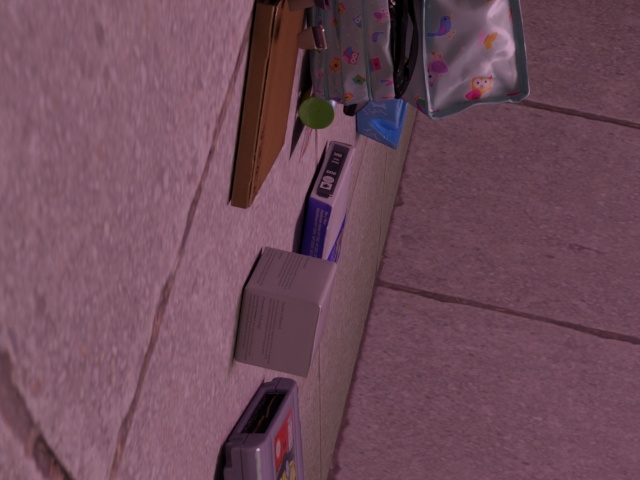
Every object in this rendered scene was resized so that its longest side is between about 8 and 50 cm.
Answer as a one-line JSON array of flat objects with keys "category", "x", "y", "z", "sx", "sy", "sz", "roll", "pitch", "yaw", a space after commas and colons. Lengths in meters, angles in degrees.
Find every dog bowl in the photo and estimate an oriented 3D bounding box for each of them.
[{"category": "dog bowl", "x": 0.109, "y": -0.261, "z": 2.389, "sx": 0.297, "sy": 0.074, "sz": 0.166, "roll": 79, "pitch": 24, "yaw": -75}]

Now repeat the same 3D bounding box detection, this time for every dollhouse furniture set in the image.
[{"category": "dollhouse furniture set", "x": 0.000, "y": -0.213, "z": 1.212, "sx": 0.114, "sy": 0.081, "sz": 0.091, "roll": -22, "pitch": 100, "yaw": -73}]

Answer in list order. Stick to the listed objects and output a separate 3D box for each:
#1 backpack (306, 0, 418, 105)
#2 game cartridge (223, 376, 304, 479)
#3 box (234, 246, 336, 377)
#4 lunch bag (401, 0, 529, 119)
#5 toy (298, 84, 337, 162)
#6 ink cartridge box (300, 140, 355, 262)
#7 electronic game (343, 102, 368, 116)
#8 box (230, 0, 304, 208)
[{"category": "backpack", "x": 0.041, "y": -0.232, "z": 1.514, "sx": 0.152, "sy": 0.115, "sz": 0.182, "roll": 53, "pitch": 34, "yaw": -72}, {"category": "game cartridge", "x": -0.065, "y": 0.303, "z": 1.781, "sx": 0.294, "sy": 0.060, "sz": 0.196, "roll": -55, "pitch": 146, "yaw": -76}, {"category": "box", "x": -0.038, "y": 0.079, "z": 1.591, "sx": 0.101, "sy": 0.087, "sz": 0.102, "roll": -67, "pitch": 168, "yaw": -60}, {"category": "lunch bag", "x": 0.135, "y": -0.298, "z": 1.677, "sx": 0.223, "sy": 0.160, "sz": 0.262, "roll": -139, "pitch": -142, "yaw": -66}, {"category": "toy", "x": 0.022, "y": -0.205, "z": 1.735, "sx": 0.237, "sy": 0.056, "sz": 0.137, "roll": -69, "pitch": 171, "yaw": -55}, {"category": "ink cartridge box", "x": 0.000, "y": 0.000, "z": 2.009, "sx": 0.208, "sy": 0.045, "sz": 0.206, "roll": -72, "pitch": 172, "yaw": -54}, {"category": "electronic game", "x": 0.062, "y": -0.286, "z": 1.987, "sx": 0.229, "sy": 0.048, "sz": 0.229, "roll": -169, "pitch": -90, "yaw": -87}, {"category": "box", "x": -0.046, "y": -0.152, "z": 1.350, "sx": 0.164, "sy": 0.021, "sz": 0.201, "roll": -67, "pitch": 168, "yaw": -62}]
